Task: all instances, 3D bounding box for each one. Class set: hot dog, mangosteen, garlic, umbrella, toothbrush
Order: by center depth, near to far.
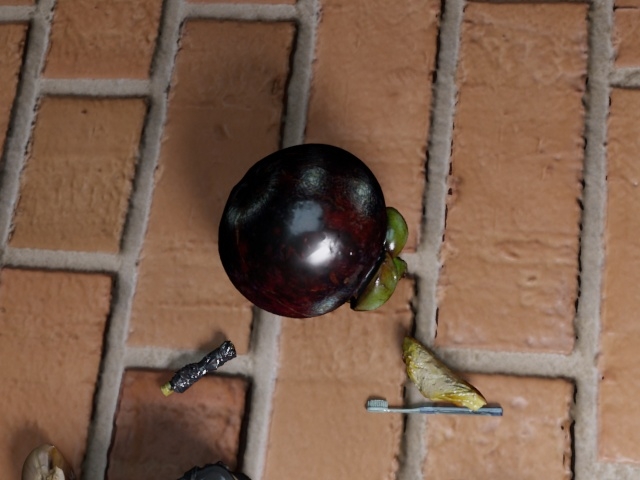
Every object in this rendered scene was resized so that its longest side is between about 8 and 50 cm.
[{"bbox_3d":[0.186,0.225,1.597,0.169,0.078,0.061,40,99,25],"label":"hot dog"},{"bbox_3d":[0.183,0.271,1.611,0.219,0.016,0.019,0,64,12],"label":"toothbrush"},{"bbox_3d":[-0.014,-0.004,1.615,0.300,0.300,0.300,-3,72,10],"label":"mangosteen"},{"bbox_3d":[-0.441,0.422,1.650,0.124,0.099,0.174,-25,64,23],"label":"garlic"},{"bbox_3d":[-0.206,0.219,1.692,0.144,0.040,0.037,-33,78,1],"label":"umbrella"}]

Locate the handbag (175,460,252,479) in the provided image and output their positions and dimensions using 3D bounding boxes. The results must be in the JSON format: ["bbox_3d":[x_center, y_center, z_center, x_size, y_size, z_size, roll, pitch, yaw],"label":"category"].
[{"bbox_3d":[-0.208,0.459,1.538,0.254,0.181,0.181,-24,69,3],"label":"handbag"}]
